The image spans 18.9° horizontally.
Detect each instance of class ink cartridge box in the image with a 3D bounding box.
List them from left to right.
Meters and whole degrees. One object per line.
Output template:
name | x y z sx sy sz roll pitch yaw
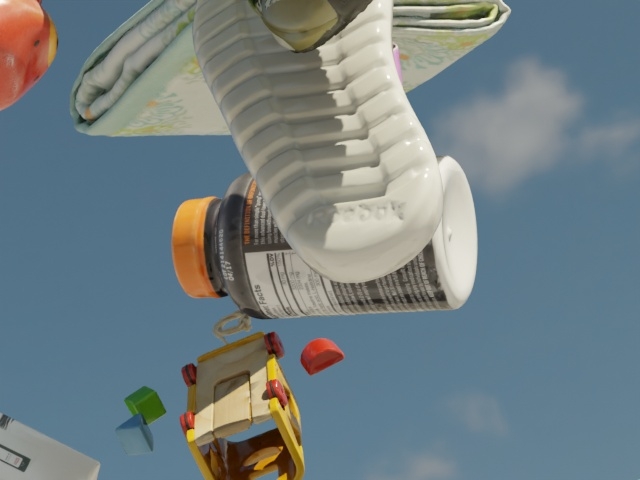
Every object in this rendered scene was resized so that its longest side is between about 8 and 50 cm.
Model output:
ink cartridge box | -0.346 0.260 2.024 0.203 0.086 0.148 26 -45 8

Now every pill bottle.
pill bottle | 0.000 0.000 1.627 0.246 0.130 0.130 -3 -25 20

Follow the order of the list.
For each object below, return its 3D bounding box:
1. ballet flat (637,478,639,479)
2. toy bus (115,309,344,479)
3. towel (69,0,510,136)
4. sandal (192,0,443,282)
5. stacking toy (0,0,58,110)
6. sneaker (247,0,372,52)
ballet flat | 0.303 0.283 1.571 0.077 0.077 0.231 -6 -40 39
toy bus | -0.068 0.166 1.801 0.191 0.104 0.202 3 34 47
towel | -0.037 -0.184 1.919 0.321 0.090 0.374 1 -16 -31
sandal | -0.002 -0.114 1.486 0.169 0.416 0.102 -18 -43 9
stacking toy | -0.169 -0.219 1.219 0.280 0.130 0.309 -11 -39 -2
sneaker | -0.055 -0.283 1.413 0.182 0.410 0.158 33 -72 -34
